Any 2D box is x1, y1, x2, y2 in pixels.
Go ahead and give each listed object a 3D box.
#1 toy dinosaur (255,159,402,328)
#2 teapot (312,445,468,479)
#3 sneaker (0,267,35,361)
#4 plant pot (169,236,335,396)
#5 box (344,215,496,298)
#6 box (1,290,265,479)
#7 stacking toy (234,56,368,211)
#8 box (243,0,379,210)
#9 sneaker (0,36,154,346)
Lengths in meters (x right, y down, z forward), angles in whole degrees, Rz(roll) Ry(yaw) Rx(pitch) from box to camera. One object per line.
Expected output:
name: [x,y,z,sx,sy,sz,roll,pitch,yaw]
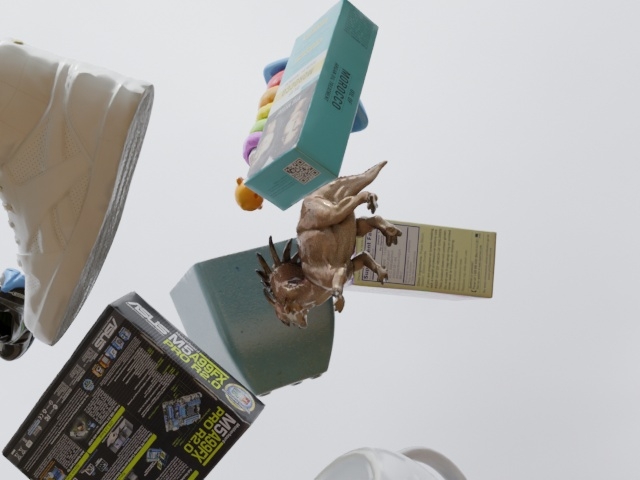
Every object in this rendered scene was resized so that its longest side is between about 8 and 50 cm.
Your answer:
toy dinosaur: [0.000,0.000,1.147,0.127,0.200,0.295,18,-93,-54]
teapot: [0.060,0.317,0.653,0.187,0.252,0.256,35,-95,-9]
sneaker: [-0.429,0.110,1.012,0.067,0.078,0.188,31,-41,2]
plant pot: [-0.111,0.160,1.403,0.248,0.252,0.247,-14,-10,-26]
box: [0.163,0.040,1.349,0.243,0.213,0.117,7,-97,-7]
box: [-0.231,0.230,0.910,0.216,0.060,0.270,40,-72,3]
stacking toy: [-0.063,-0.158,1.250,0.175,0.166,0.302,54,-131,-33]
box: [-0.007,-0.159,0.857,0.060,0.244,0.100,34,-38,-25]
sneaker: [-0.283,-0.047,0.729,0.169,0.108,0.292,21,-70,-6]
